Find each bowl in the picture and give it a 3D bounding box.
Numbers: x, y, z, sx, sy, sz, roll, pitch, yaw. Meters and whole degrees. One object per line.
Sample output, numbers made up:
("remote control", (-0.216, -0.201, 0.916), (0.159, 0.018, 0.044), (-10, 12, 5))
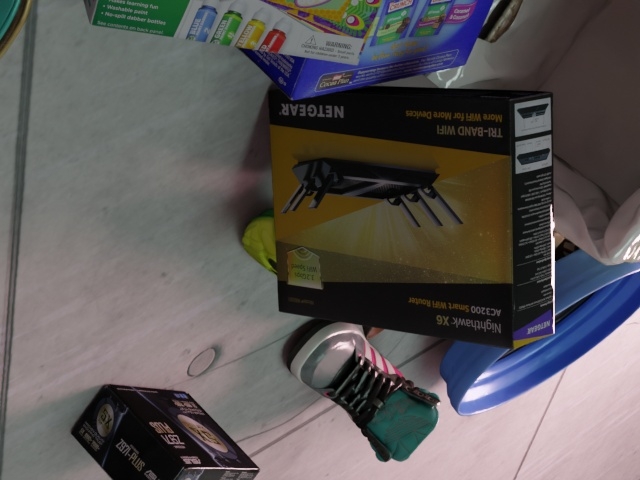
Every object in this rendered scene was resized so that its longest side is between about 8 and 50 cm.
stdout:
("bowl", (0.356, 0.133, 2.415), (0.391, 0.077, 0.391), (-29, 160, -12))

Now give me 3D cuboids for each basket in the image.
("basket", (0.350, -0.183, 1.819), (0.328, 0.331, 0.266), (-56, 155, 15))

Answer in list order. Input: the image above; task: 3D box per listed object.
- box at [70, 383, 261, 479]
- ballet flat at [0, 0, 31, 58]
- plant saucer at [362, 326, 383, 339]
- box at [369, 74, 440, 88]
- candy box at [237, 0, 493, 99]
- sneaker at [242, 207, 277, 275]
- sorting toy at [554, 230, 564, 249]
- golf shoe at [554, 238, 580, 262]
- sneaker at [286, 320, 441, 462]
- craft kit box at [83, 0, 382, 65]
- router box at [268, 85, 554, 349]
("box", (-0.180, 0.249, 1.813), (0.077, 0.147, 0.180), (-52, 153, 11))
("ballet flat", (-0.231, -0.223, 1.172), (0.073, 0.080, 0.232), (-33, 156, -59))
("plant saucer", (0.155, 0.006, 2.018), (0.310, 0.050, 0.310), (-44, 173, -7))
("box", (0.059, -0.114, 1.739), (0.170, 0.091, 0.130), (-16, 140, -47))
("candy box", (0.080, -0.310, 1.468), (0.268, 0.122, 0.317), (-16, 141, -44))
("sneaker", (0.000, 0.000, 1.818), (0.124, 0.109, 0.295), (-63, 157, -2))
("sorting toy", (0.251, 0.047, 2.266), (0.208, 0.038, 0.193), (-14, 151, -37))
("golf shoe", (0.371, -0.014, 2.342), (0.120, 0.105, 0.273), (-36, 152, -7))
("sneaker", (0.071, 0.218, 2.114), (0.124, 0.178, 0.295), (-49, 154, 3))
("craft kit box", (-0.047, -0.274, 1.271), (0.249, 0.061, 0.247), (5, 126, -22))
("router box", (0.088, -0.033, 1.562), (0.081, 0.308, 0.243), (-15, 106, -48))
